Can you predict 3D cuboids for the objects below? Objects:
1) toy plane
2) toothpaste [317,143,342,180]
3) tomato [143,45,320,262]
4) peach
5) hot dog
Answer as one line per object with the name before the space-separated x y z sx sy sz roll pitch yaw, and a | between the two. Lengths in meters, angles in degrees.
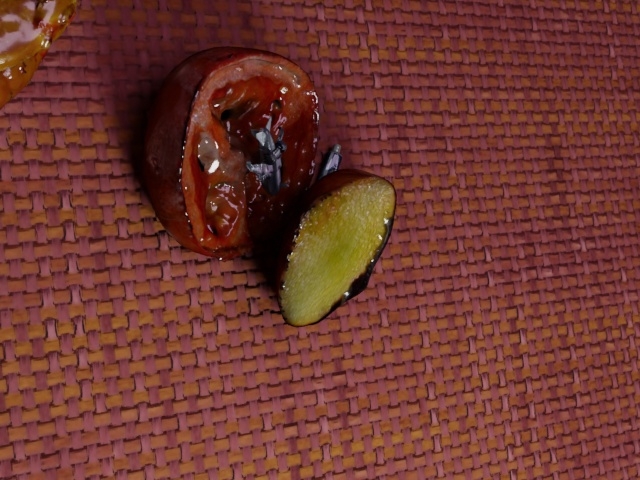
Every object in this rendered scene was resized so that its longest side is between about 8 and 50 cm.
toy plane | -0.052 -0.080 1.440 0.078 0.031 0.083 -53 139 -47
toothpaste | 0.008 -0.071 1.614 0.027 0.019 0.083 36 65 -50
tomato | -0.105 -0.097 1.470 0.228 0.101 0.228 -20 115 -49
peach | -0.003 -0.001 1.517 0.189 0.068 0.279 -59 159 -5
hot dog | -0.302 -0.231 1.294 0.153 0.150 0.256 20 71 -27
